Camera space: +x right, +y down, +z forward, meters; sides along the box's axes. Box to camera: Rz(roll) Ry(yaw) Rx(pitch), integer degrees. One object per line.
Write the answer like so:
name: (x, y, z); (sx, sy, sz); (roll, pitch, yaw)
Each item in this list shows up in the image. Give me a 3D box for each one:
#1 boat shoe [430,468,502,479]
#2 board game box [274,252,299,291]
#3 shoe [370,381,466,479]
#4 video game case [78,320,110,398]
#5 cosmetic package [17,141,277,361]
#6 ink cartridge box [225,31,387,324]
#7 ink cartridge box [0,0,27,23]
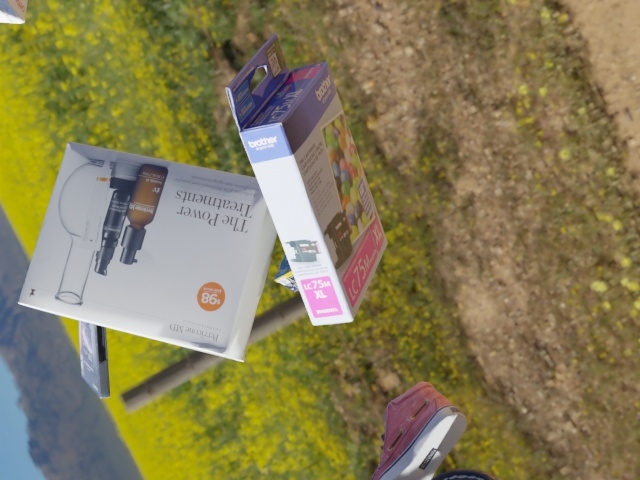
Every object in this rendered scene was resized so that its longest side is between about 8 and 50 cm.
boat shoe: (0.081, 0.249, 0.521); (0.092, 0.102, 0.285); (65, -153, -49)
board game box: (0.000, 0.000, 1.630); (0.048, 0.141, 0.170); (32, 153, -18)
shoe: (0.100, 0.259, 1.196); (0.063, 0.178, 0.081); (33, -173, -37)
video game case: (-0.451, 0.155, 1.920); (0.196, 0.026, 0.274); (-168, 74, -66)
cosmetic package: (-0.270, 0.014, 1.577); (0.097, 0.377, 0.284); (37, -114, -71)
ink cartridge box: (-0.008, -0.078, 1.152); (0.311, 0.065, 0.186); (68, -153, -24)
ink cartridge box: (-0.410, -0.358, 1.237); (0.099, 0.056, 0.135); (75, -161, -75)
